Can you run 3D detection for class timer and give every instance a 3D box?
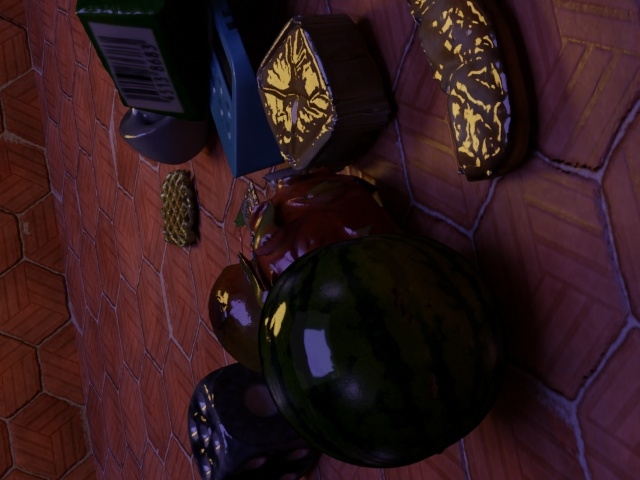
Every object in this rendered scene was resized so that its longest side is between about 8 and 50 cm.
[{"bbox_3d":[-0.143,-0.257,1.739,0.250,0.091,0.231,77,174,-50],"label":"timer"}]

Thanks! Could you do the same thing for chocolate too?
[{"bbox_3d":[-0.284,-0.425,1.826,0.360,0.162,0.341,79,-170,-68],"label":"chocolate"}]

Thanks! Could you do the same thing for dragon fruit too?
[{"bbox_3d":[0.000,0.005,1.465,0.227,0.224,0.224,-129,39,-59],"label":"dragon fruit"}]

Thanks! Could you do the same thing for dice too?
[{"bbox_3d":[-0.115,0.320,1.834,0.183,0.182,0.181,112,144,-44],"label":"dice"}]

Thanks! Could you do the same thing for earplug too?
[{"bbox_3d":[-0.291,-0.310,2.102,0.214,0.175,0.325,24,109,56],"label":"earplug"}]

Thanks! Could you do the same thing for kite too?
[{"bbox_3d":[-0.127,0.008,1.994,0.198,0.006,0.244,-161,67,-63],"label":"kite"}]

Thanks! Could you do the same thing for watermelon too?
[{"bbox_3d":[0.070,0.124,1.255,0.285,0.285,0.285,173,90,-66],"label":"watermelon"}]

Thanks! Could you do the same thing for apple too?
[{"bbox_3d":[-0.087,0.124,1.737,0.188,0.173,0.207,-18,124,47],"label":"apple"}]

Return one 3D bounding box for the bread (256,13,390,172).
[{"bbox_3d":[0.005,-0.207,1.528,0.192,0.110,0.210,68,153,17],"label":"bread"}]

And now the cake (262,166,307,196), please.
[{"bbox_3d":[-0.042,-0.061,1.764,0.052,0.065,0.121,33,149,59],"label":"cake"}]

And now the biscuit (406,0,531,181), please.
[{"bbox_3d":[0.170,-0.212,1.241,0.154,0.045,0.299,130,129,-60],"label":"biscuit"}]

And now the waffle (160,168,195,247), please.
[{"bbox_3d":[-0.307,-0.069,2.334,0.183,0.036,0.169,3,96,63],"label":"waffle"}]
